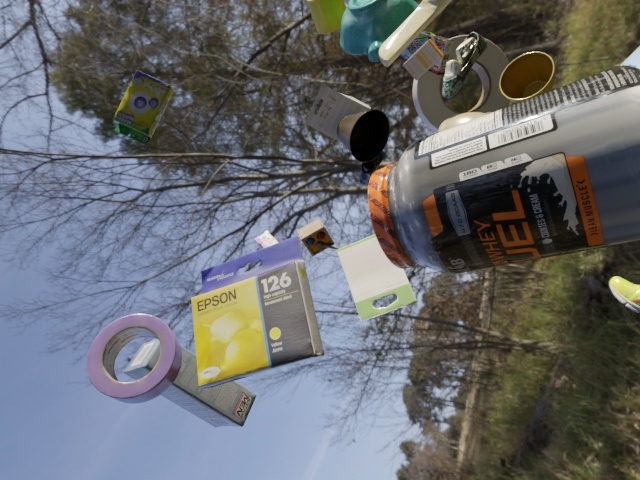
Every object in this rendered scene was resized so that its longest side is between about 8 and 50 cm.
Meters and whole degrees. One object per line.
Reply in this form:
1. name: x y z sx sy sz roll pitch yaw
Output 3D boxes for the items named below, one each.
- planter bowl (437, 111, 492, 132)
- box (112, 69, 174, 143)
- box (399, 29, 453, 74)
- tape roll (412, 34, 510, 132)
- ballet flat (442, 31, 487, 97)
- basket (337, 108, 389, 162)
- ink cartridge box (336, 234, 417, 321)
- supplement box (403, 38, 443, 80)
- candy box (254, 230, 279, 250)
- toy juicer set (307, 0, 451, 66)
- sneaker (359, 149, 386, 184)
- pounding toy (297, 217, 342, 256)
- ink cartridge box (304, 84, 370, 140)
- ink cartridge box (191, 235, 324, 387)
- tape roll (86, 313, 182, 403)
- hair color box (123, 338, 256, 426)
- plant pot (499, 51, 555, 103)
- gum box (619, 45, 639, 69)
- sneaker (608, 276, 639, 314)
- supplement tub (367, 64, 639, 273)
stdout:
1. planter bowl: 0.382 -0.244 0.990 0.162 0.109 0.161 9 -107 -31
2. box: -0.499 -0.369 1.138 0.043 0.105 0.179 139 154 -89
3. box: 0.376 -0.684 1.463 0.036 0.207 0.114 -19 -45 -27
4. tape roll: 0.570 -0.611 1.639 0.072 0.393 0.391 -101 11 -79
5. ballet flat: 0.363 -0.463 1.065 0.188 0.070 0.070 -57 -32 -8
6. basket: 0.159 -0.435 1.657 0.154 0.227 0.204 16 -76 -21
7. ink cartridge box: 0.162 0.104 1.193 0.056 0.171 0.234 48 -158 -66
8. supplement box: 0.299 -0.525 1.187 0.062 0.098 0.036 47 -146 -9
9. candy box: -0.190 0.078 1.741 0.070 0.165 0.196 -34 -37 -16
10. toy juicer set: 0.122 -0.371 0.651 0.089 0.209 0.328 52 -174 -46
11. sneaker: 0.214 -0.323 1.857 0.091 0.081 0.232 -35 -16 -31
12. pounding toy: 0.000 0.000 1.712 0.141 0.130 0.100 57 -175 -37
13. ink cartridge box: 0.076 -0.553 1.801 0.189 0.233 0.066 -61 7 26
14. ink cartridge box: -0.169 0.165 0.989 0.072 0.304 0.306 35 -143 -64
15. tape roll: -0.423 0.271 0.939 0.080 0.189 0.188 101 -170 -59
16. hair color box: -0.414 0.463 1.314 0.374 0.185 0.113 43 -133 -21
17. plant pot: 0.570 -0.422 1.104 0.095 0.134 0.134 18 -102 -46
18. gum box: 0.475 -0.202 0.611 0.157 0.041 0.184 -51 14 28
19. sneaker: 0.724 0.125 0.853 0.082 0.209 0.094 -12 -53 -42
20. supplement tub: 0.234 -0.066 0.517 0.194 0.316 0.193 29 -126 -49
